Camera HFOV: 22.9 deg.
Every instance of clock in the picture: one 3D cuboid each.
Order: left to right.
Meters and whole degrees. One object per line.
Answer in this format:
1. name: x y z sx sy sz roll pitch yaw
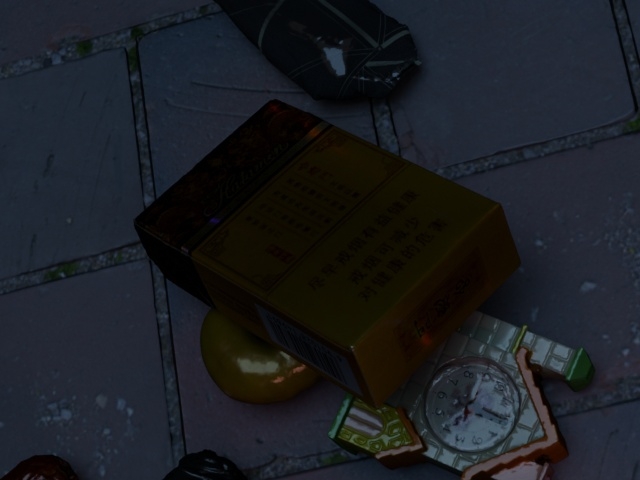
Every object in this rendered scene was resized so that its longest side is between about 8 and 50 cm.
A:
1. clock: 0.174 0.190 1.877 0.255 0.106 0.220 21 79 22

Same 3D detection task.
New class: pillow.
1. pillow: -0.013 -0.299 2.115 0.161 0.092 0.335 -43 66 -5

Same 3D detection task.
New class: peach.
1. peach: -0.064 0.119 1.979 0.179 0.103 0.179 -8 59 13

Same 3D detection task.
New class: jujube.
1. jujube: -0.378 0.350 2.002 0.176 0.109 0.112 -38 28 11

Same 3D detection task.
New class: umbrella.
1. umbrella: -0.209 0.408 1.936 0.118 0.118 0.340 33 90 25

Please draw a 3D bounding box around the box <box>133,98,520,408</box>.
1. box: -0.001 -0.001 1.896 0.264 0.116 0.415 -44 45 -20
